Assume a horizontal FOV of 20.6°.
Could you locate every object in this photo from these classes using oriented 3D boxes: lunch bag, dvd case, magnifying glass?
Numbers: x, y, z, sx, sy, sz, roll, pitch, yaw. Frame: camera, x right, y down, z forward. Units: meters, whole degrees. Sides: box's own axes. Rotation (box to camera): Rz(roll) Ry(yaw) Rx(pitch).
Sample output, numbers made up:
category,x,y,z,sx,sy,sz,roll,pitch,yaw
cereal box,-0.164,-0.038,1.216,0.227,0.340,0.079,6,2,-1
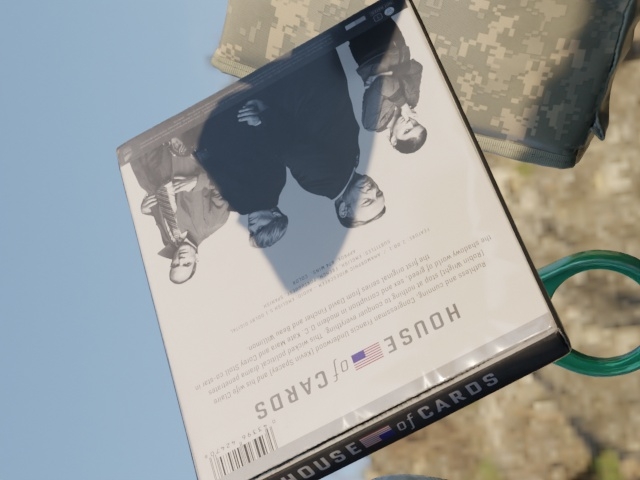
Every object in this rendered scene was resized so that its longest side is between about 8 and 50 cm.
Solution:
category,x,y,z,sx,sy,sz,roll,pitch,yaw
lunch bag,0.096,-0.202,1.251,0.169,0.287,0.235,-50,-22,-56
dvd case,0.000,0.000,0.852,0.029,0.179,0.239,52,-166,-48
magnifying glass,0.131,0.052,1.233,0.026,0.231,0.092,-61,-32,-62

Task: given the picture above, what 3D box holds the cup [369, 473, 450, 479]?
category,x,y,z,sx,sy,sz,roll,pitch,yaw
cup,0.094,0.330,1.022,0.237,0.331,0.331,-52,-37,-25
